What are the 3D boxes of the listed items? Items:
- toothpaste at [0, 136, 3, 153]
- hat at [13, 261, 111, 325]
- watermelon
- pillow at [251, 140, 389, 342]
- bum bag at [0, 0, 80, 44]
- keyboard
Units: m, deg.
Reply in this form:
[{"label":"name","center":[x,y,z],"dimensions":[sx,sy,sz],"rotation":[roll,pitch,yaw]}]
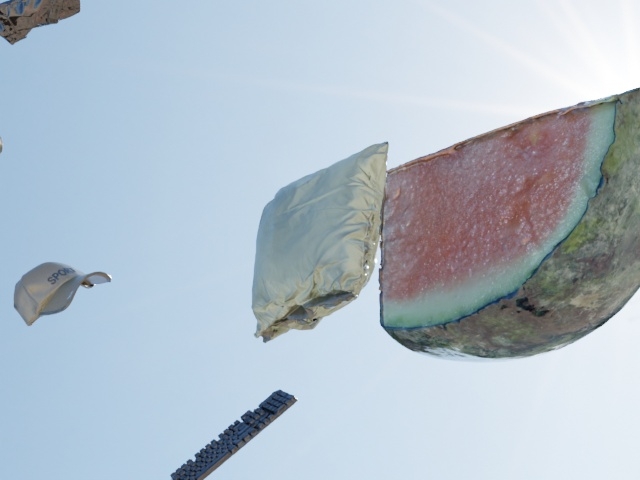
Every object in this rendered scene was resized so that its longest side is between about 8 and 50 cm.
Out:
[{"label":"toothpaste","center":[-0.408,-0.054,0.959],"dimensions":[0.239,0.062,0.039],"rotation":[-34,-14,-43]},{"label":"hat","center":[-0.439,0.066,1.744],"dimensions":[0.147,0.175,0.085],"rotation":[-36,-80,-42]},{"label":"watermelon","center":[0.156,-0.018,0.869],"dimensions":[0.148,0.226,0.318],"rotation":[-9,-41,-49]},{"label":"pillow","center":[0.000,0.000,1.653],"dimensions":[0.138,0.310,0.283],"rotation":[32,-42,-28]},{"label":"bum bag","center":[-0.362,-0.294,1.293],"dimensions":[0.124,0.034,0.058],"rotation":[-22,-59,2]},{"label":"keyboard","center":[-0.112,0.248,1.247],"dimensions":[0.195,0.060,0.018],"rotation":[-38,-75,-23]}]
